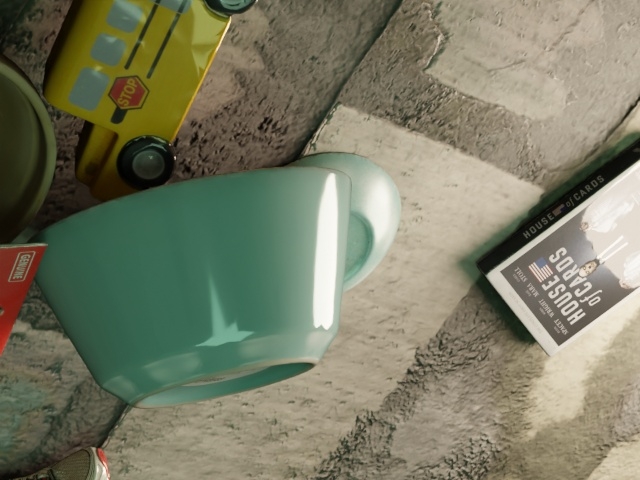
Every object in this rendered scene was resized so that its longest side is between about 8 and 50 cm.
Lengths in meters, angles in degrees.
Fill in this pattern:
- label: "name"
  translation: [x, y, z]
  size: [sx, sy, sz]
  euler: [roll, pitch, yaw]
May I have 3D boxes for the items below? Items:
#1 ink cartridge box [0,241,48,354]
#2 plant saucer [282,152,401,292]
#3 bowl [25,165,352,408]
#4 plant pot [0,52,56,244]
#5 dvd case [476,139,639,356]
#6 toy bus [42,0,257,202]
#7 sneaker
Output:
- label: "ink cartridge box"
  translation: [-0.394, 0.092, 1.552]
  size: [0.261, 0.066, 0.296]
  euler: [-1, 155, -20]
- label: "plant saucer"
  translation: [0.000, 0.000, 1.790]
  size: [0.195, 0.037, 0.195]
  euler: [-13, 129, -17]
- label: "bowl"
  translation: [-0.104, 0.055, 1.588]
  size: [0.312, 0.163, 0.311]
  euler: [-13, 169, -3]
- label: "plant pot"
  translation: [-0.356, -0.089, 1.498]
  size: [0.237, 0.109, 0.237]
  euler: [-13, 129, -17]
- label: "dvd case"
  translation: [0.312, 0.009, 1.954]
  size: [0.239, 0.029, 0.179]
  euler: [-38, 132, 4]
- label: "toy bus"
  translation: [-0.142, -0.195, 1.490]
  size: [0.130, 0.108, 0.332]
  euler: [21, 116, -17]
- label: "sneaker"
  translation: [-0.319, 0.290, 1.826]
  size: [0.225, 0.088, 0.092]
  euler: [-35, 131, 3]
